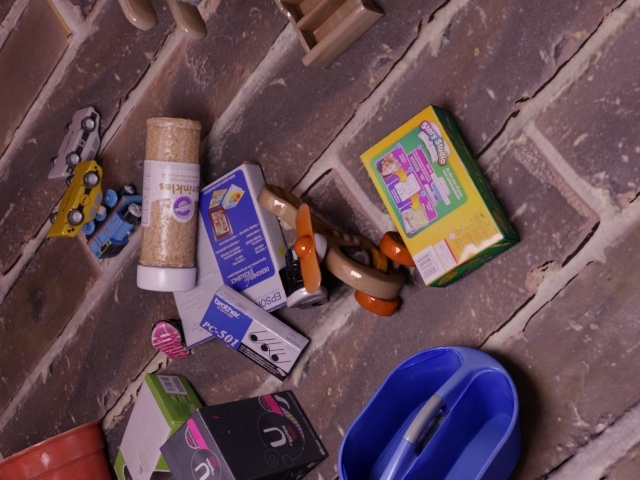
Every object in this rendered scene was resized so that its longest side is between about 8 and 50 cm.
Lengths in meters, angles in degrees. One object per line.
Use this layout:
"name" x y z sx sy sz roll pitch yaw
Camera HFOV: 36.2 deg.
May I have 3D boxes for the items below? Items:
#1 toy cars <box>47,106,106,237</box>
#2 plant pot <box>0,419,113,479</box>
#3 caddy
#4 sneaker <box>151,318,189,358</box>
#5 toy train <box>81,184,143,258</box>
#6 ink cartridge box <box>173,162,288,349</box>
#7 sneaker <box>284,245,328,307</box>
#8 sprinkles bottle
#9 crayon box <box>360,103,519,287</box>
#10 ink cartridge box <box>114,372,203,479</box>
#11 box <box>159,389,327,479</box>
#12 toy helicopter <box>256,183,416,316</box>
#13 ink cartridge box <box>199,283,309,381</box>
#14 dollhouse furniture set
"toy cars" -0.549 -0.149 2.259 0.176 0.087 0.394 -42 39 23
"plant pot" -0.585 0.592 2.262 0.272 0.272 0.265 -30 81 34
"caddy" 0.183 0.331 1.611 0.241 0.179 0.341 23 62 34
"sneaker" -0.329 0.199 2.118 0.063 0.170 0.075 -17 63 2
"toy train" -0.477 -0.044 2.268 0.184 0.080 0.105 -46 73 26
"ink cartridge box" -0.203 0.036 2.063 0.303 0.072 0.307 -26 77 34
"sneaker" -0.037 0.063 1.848 0.079 0.217 0.121 -15 82 -1
"sprinkles bottle" -0.312 -0.075 2.027 0.121 0.121 0.356 6 94 38
"crayon box" 0.206 -0.077 1.718 0.165 0.081 0.278 -34 70 25
"ink cartridge box" -0.350 0.445 2.128 0.189 0.097 0.255 47 120 51
"box" -0.145 0.408 1.892 0.143 0.270 0.165 -47 65 29
"toy helicopter" 0.000 0.000 1.795 0.355 0.235 0.140 38 113 31
"ink cartridge box" -0.134 0.185 1.961 0.207 0.046 0.097 33 124 6
"dollhouse furniture set" -0.108 -0.483 1.770 0.362 0.394 0.256 -38 69 32
